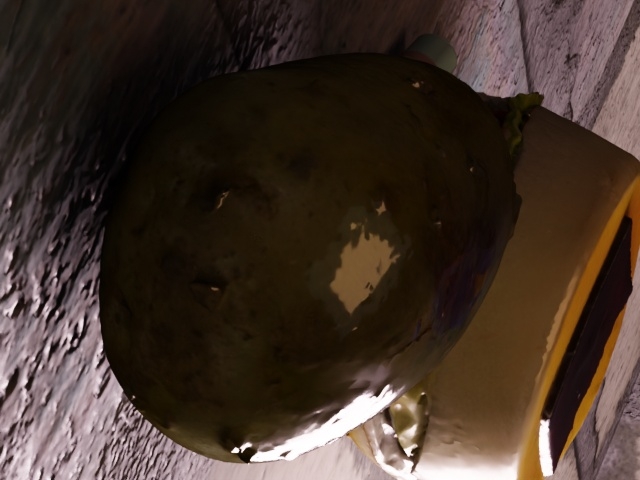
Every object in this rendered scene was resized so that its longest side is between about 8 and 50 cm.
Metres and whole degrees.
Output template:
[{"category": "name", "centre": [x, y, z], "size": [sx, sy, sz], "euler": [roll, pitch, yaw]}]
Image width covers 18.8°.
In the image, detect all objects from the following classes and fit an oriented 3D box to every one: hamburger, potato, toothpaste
[{"category": "hamburger", "centre": [0.114, 0.035, 1.353], "size": [0.300, 0.176, 0.300], "euler": [18, 90, -72]}, {"category": "potato", "centre": [0.000, 0.000, 1.009], "size": [0.307, 0.173, 0.210], "euler": [-32, 136, -58]}, {"category": "toothpaste", "centre": [0.026, -0.065, 1.237], "size": [0.205, 0.036, 0.056], "euler": [-49, 151, -39]}]
